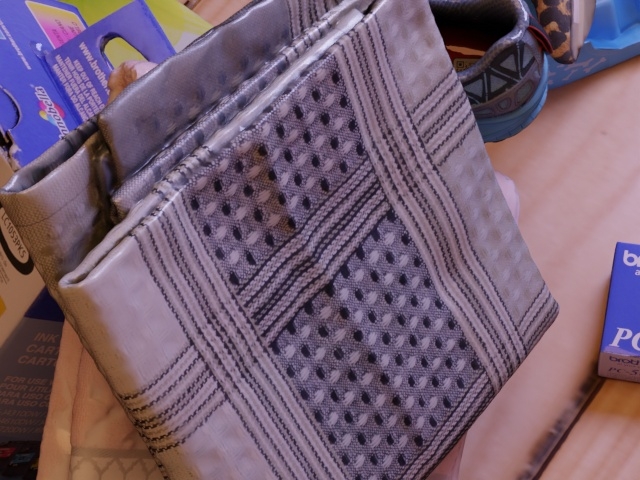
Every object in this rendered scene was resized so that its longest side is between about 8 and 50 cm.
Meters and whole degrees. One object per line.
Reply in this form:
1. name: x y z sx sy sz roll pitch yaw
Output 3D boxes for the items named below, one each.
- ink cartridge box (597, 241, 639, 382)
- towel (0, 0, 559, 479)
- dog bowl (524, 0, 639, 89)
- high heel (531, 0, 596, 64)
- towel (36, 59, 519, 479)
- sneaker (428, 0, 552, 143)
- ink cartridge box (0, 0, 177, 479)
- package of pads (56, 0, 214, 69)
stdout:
1. ink cartridge box: 0.314 0.065 1.025 0.207 0.046 0.097 8 60 12
2. towel: 0.006 0.015 0.797 0.056 0.324 0.312 8 42 49
3. dog bowl: 0.240 -0.226 1.190 0.297 0.074 0.166 -23 59 -5
4. high heel: 0.124 -0.238 1.133 0.186 0.093 0.261 -9 62 17
5. towel: -0.013 0.079 0.864 0.053 0.332 0.317 6 84 47
6. sneaker: 0.021 -0.127 0.926 0.262 0.125 0.104 -6 66 2
7. ink cartridge box: -0.232 0.010 0.949 0.395 0.151 0.270 -51 57 29
8. package of pads: -0.174 -0.093 1.154 0.296 0.101 0.229 37 70 24
